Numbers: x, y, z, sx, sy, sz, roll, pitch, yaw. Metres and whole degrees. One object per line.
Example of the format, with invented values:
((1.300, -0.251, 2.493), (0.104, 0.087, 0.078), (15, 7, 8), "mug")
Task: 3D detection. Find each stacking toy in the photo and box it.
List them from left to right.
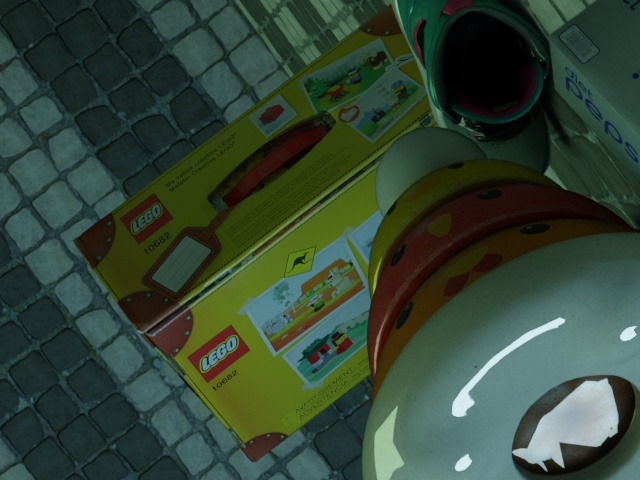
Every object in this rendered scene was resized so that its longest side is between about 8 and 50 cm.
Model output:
((0.146, 0.046, 1.496), (0.350, 0.351, 0.480), (56, -177, -36), "stacking toy")

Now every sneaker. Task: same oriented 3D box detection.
((0.176, -0.145, 1.689), (0.295, 0.124, 0.178), (57, -176, -31), "sneaker")

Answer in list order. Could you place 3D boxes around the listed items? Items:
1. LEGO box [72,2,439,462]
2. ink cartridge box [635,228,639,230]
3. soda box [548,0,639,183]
((0.000, 0.000, 2.148), (0.193, 0.500, 0.372), (49, 174, 37), "LEGO box")
((0.313, 0.104, 1.669), (0.224, 0.045, 0.223), (-19, -83, -72), "ink cartridge box")
((0.292, -0.060, 1.246), (0.286, 0.091, 0.098), (52, 176, 22), "soda box")
